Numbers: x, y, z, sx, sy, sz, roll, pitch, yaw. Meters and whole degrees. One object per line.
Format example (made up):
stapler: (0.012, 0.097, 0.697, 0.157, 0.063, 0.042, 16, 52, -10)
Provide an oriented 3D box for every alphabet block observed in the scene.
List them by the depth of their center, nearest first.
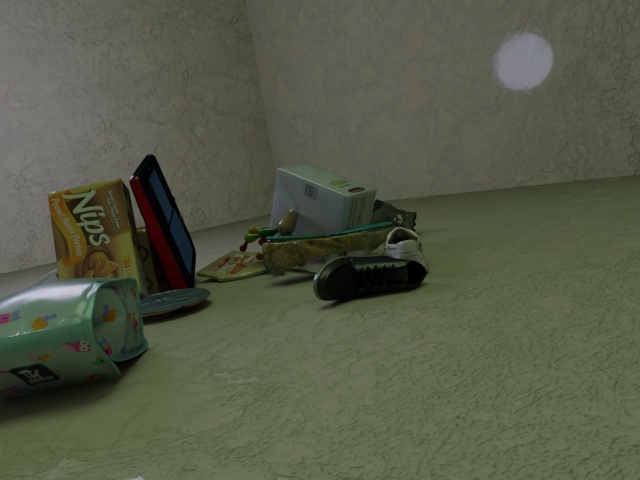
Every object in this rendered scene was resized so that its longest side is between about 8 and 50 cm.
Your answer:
alphabet block: (-0.541, 0.066, 1.473, 0.197, 0.193, 0.193, -9, 9, -3)

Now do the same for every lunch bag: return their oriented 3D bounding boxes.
lunch bag: (-0.408, 0.145, 0.806, 0.223, 0.160, 0.262, -9, 1, -5)

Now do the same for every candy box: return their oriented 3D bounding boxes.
candy box: (-0.551, 0.015, 1.312, 0.182, 0.317, 0.087, -14, -19, -8)

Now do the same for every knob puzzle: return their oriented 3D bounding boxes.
knob puzzle: (-0.233, 0.083, 1.546, 0.213, 0.030, 0.213, -6, 21, 2)

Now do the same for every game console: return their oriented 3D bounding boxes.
game console: (-0.430, -0.056, 1.486, 0.060, 0.342, 0.386, -17, 20, -7)

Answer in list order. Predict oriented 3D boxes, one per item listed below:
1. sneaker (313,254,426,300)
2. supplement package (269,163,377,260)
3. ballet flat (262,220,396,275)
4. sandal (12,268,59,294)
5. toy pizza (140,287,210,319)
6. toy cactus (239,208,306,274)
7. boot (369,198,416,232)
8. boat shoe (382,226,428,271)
sneaker: (0.097, 0.067, 1.030, 0.222, 0.083, 0.118, -14, 9, -38)
supplement package: (0.003, -0.087, 1.543, 0.261, 0.204, 0.145, 25, 26, 31)
ballet flat: (0.028, 0.026, 1.338, 0.348, 0.123, 0.123, -8, 7, -13)
sandal: (-0.837, 0.162, 1.617, 0.265, 0.076, 0.102, -29, -9, 5)
toy pizza: (-0.350, 0.147, 1.206, 0.201, 0.032, 0.201, -8, 6, 1)
toy cactus: (-0.121, -0.006, 1.478, 0.219, 0.181, 0.112, 19, -9, 39)
boot: (0.224, -0.047, 1.719, 0.161, 0.083, 0.246, 19, 40, 14)
boat shoe: (0.199, 0.014, 1.260, 0.098, 0.096, 0.277, -10, 7, -1)
